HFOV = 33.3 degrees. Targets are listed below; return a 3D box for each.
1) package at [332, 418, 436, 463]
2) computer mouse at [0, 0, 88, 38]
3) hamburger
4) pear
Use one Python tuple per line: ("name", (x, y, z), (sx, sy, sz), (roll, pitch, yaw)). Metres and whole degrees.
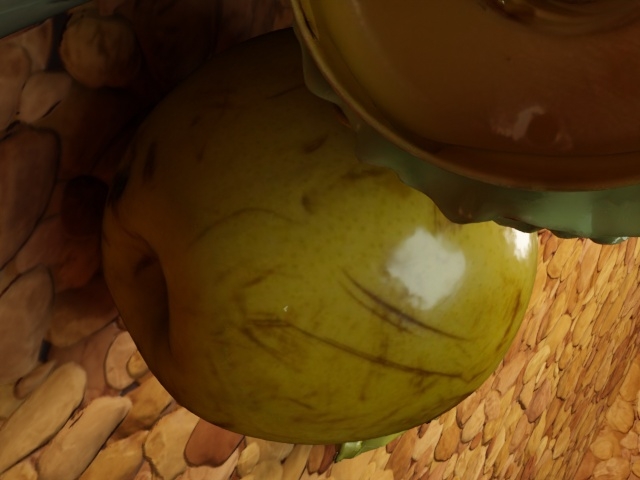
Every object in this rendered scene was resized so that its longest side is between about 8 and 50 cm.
("package", (0.084, 0.134, 1.115), (0.226, 0.090, 0.168), (-7, 115, -62))
("computer mouse", (-0.057, -0.189, 0.516), (0.331, 0.095, 0.197), (-46, -171, -28))
("hamburger", (0.127, -0.132, 0.498), (0.274, 0.274, 0.212), (-68, 164, 7))
("pear", (0.000, 0.000, 0.683), (0.281, 0.281, 0.280), (-41, 144, -39))
